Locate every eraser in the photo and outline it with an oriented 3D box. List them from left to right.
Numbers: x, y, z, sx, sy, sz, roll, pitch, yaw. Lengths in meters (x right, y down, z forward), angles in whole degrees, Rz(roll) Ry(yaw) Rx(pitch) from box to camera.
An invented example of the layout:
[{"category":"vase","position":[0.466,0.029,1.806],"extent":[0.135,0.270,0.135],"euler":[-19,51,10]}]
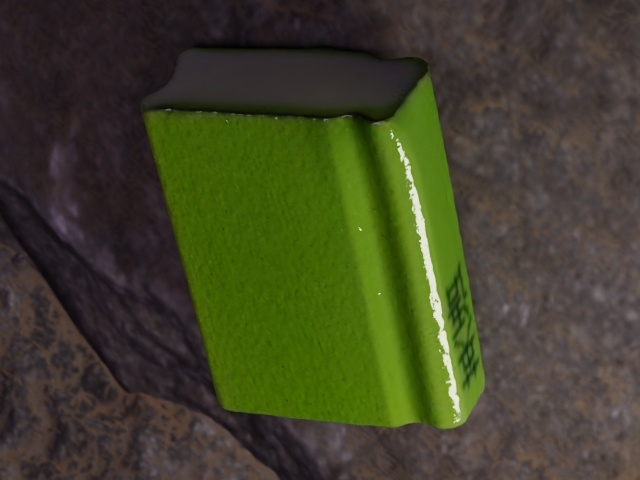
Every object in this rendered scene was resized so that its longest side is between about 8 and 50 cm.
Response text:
[{"category":"eraser","position":[0.000,0.000,1.441],"extent":[0.210,0.092,0.274],"euler":[4,121,24]}]
